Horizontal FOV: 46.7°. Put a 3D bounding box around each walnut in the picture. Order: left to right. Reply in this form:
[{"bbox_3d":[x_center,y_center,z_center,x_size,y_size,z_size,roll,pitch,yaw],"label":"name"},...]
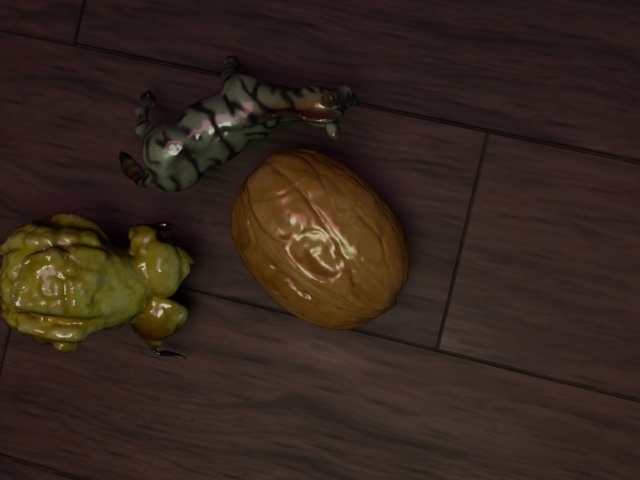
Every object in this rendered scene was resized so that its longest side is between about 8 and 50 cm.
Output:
[{"bbox_3d":[0.000,0.000,0.770,0.206,0.159,0.159,43,94,5],"label":"walnut"}]

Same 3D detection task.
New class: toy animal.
[{"bbox_3d":[-0.092,-0.137,0.778,0.255,0.170,0.090,-22,125,18],"label":"toy animal"}]

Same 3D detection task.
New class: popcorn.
[{"bbox_3d":[-0.247,0.049,0.807,0.195,0.168,0.174,1,75,-30],"label":"popcorn"}]
